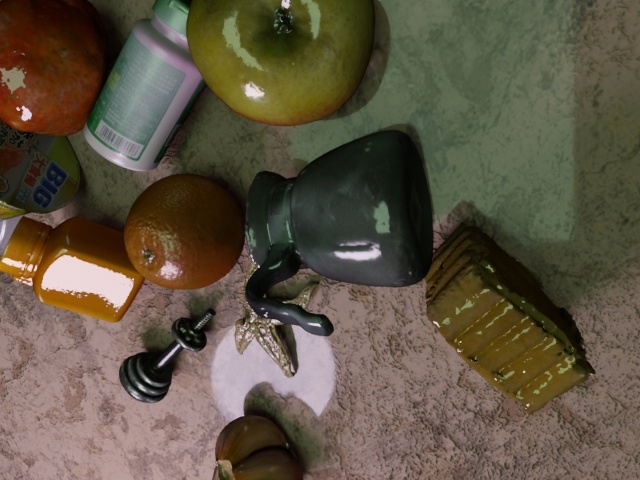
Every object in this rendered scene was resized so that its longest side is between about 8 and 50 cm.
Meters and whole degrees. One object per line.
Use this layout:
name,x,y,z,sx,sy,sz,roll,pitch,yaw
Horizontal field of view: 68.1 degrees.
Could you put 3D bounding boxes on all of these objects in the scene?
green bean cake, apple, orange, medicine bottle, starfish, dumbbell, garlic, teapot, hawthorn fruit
green bean cake,0.257,0.104,0.688,0.229,0.224,0.131,42,111,-4
apple,-0.046,-0.279,0.648,0.261,0.194,0.261,-3,106,-9
orange,-0.224,-0.013,0.790,0.206,0.206,0.206,4,107,13
medicine bottle,-0.264,-0.255,0.764,0.133,0.133,0.274,40,112,1
starfish,-0.088,0.138,0.880,0.138,0.050,0.247,17,112,7
dumbbell,-0.293,0.220,0.933,0.254,0.110,0.110,-44,92,15
garlic,-0.141,0.471,0.936,0.191,0.214,0.160,13,137,-35
medicine bottle,-0.442,0.044,0.862,0.222,0.112,0.149,25,116,-27
teapot,0.010,0.003,0.708,0.285,0.223,0.305,-6,68,24
hawthorn fruit,-0.437,-0.303,0.761,0.210,0.210,0.262,34,98,3

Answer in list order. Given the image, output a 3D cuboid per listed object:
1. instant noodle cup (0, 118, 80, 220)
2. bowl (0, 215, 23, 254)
instant noodle cup,-0.574,-0.130,0.860,0.153,0.205,0.205,-14,102,28
bowl,-0.762,-0.079,0.940,0.287,0.144,0.287,4,108,13
